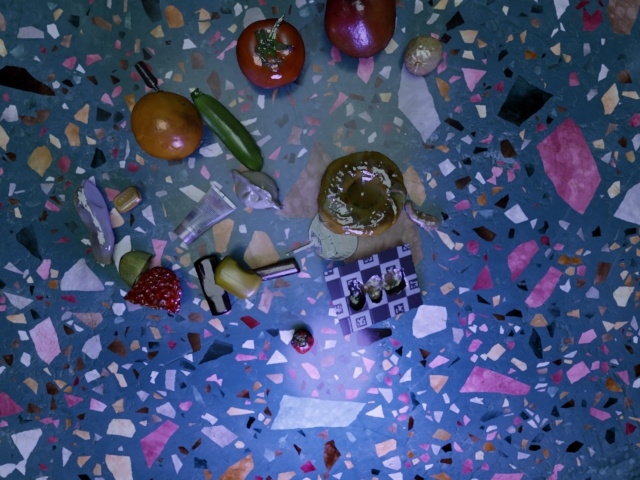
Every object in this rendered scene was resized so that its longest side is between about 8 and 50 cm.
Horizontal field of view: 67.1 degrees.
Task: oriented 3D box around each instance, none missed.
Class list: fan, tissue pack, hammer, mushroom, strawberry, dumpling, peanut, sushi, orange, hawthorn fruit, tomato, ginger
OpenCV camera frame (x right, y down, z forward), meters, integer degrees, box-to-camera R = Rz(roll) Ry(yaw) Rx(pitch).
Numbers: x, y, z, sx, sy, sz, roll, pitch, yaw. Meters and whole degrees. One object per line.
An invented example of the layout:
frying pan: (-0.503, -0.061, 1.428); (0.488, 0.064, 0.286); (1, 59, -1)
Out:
fan: (0.032, 0.012, 1.997); (0.223, 0.012, 0.294); (38, 94, -7)
tissue pack: (-0.323, 0.149, 1.862); (0.178, 0.123, 0.127); (32, 82, -12)
hammer: (-0.286, 0.146, 1.964); (0.409, 0.095, 0.242); (-14, 97, -3)
mushroom: (-0.889, -0.068, 1.909); (0.110, 0.097, 0.351); (-14, 100, 0)
strawberry: (-0.074, 0.422, 2.009); (0.106, 0.106, 0.106); (0, 97, -2)
strawberry: (-0.644, 0.192, 1.902); (0.234, 0.234, 0.177); (15, 82, -4)
dumpling: (-0.250, -0.196, 1.867); (0.258, 0.193, 0.147); (37, 90, -3)
peanut: (0.396, -0.715, 1.866); (0.141, 0.109, 0.159); (25, 92, 9)
sushi: (0.210, 0.186, 1.992); (0.373, 0.100, 0.296); (-20, 107, -10)
orange: (-0.568, -0.426, 1.794); (0.261, 0.261, 0.260); (0, 97, -2)
hawthorn fruit: (0.141, -0.834, 1.759); (0.295, 0.295, 0.311); (-26, 140, 1)
tomato: (-0.182, -0.690, 1.790); (0.256, 0.224, 0.255); (0, 93, -1)
ginger: (0.414, -0.095, 1.977); (0.173, 0.051, 0.069); (34, 92, -8)

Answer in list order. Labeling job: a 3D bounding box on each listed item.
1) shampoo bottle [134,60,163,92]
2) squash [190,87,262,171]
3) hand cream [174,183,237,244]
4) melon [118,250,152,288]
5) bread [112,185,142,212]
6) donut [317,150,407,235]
shampoo bottle: (-0.669, -0.631, 1.877); (0.048, 0.027, 0.137); (-35, 98, 4)
squash: (-0.360, -0.432, 1.877); (0.107, 0.107, 0.395); (-41, 96, 3)
hand cream: (-0.473, -0.099, 1.937); (0.248, 0.083, 0.133); (-43, 98, -7)
melon: (-0.764, 0.112, 1.944); (0.128, 0.079, 0.160); (30, 96, 0)
bread: (-0.764, -0.161, 1.920); (0.115, 0.056, 0.082); (-41, 75, 0)
donut: (0.156, -0.174, 1.898); (0.361, 0.170, 0.360); (0, 90, -5)
